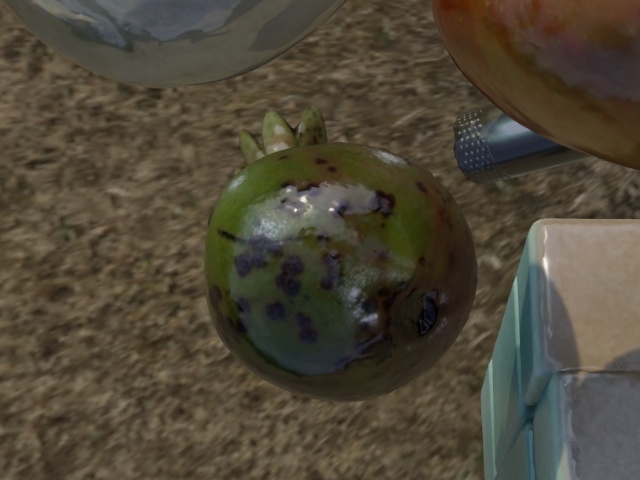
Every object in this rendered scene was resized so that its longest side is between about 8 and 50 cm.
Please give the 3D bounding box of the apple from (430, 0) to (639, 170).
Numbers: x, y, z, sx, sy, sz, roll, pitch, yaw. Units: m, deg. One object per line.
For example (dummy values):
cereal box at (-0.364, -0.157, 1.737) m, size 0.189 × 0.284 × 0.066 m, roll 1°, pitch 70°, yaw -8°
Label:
apple at (0.151, -0.117, 0.802) m, size 0.199 × 0.199 × 0.199 m, roll 2°, pitch 98°, yaw 17°

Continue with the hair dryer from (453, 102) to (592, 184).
hair dryer at (0.192, -0.143, 1.168) m, size 0.320 × 0.284 × 0.155 m, roll -10°, pitch 58°, yaw 30°

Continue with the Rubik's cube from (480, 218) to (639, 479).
Rubik's cube at (0.277, 0.186, 1.132) m, size 0.319 × 0.322 × 0.315 m, roll 1°, pitch 64°, yaw -1°

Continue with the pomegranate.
pomegranate at (-0.010, -0.002, 1.522) m, size 0.306 × 0.242 × 0.242 m, roll 47°, pitch 109°, yaw 29°

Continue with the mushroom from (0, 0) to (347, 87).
mushroom at (-0.064, -0.202, 0.864) m, size 0.246 × 0.202 × 0.246 m, roll 2°, pitch 97°, yaw 19°
